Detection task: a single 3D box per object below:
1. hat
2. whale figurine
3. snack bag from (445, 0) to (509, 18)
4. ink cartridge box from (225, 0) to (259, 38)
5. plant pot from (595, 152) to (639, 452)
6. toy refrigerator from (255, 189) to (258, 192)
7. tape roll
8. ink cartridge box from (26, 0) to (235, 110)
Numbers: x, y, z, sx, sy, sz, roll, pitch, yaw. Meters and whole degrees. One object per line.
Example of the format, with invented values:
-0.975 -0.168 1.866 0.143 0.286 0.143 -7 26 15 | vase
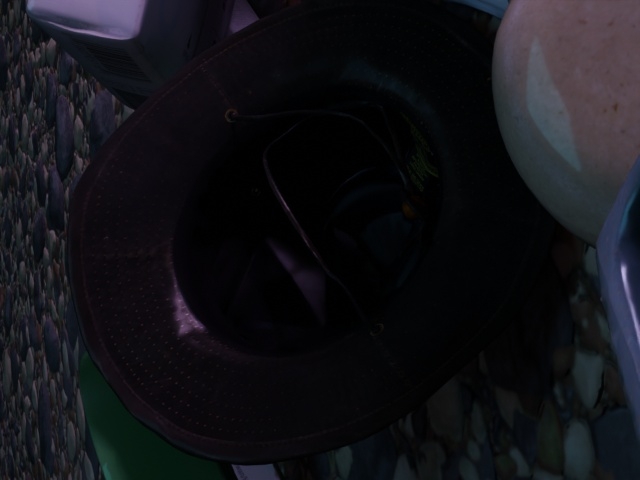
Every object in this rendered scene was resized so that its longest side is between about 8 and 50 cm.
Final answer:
0.000 0.000 0.811 0.134 0.331 0.331 49 -154 -65 | hat
0.179 -0.115 0.508 0.216 0.141 0.272 10 85 23 | whale figurine
0.159 -0.265 0.652 0.323 0.037 0.342 -136 50 -56 | snack bag
-0.087 -0.100 1.166 0.224 0.045 0.223 -122 40 -47 | ink cartridge box
0.233 0.018 0.217 0.247 0.252 0.248 -87 14 -50 | plant pot
-0.046 -0.018 1.013 0.102 0.094 0.269 62 143 35 | toy refrigerator
-0.074 0.207 0.916 0.321 0.077 0.321 62 180 0 | tape roll
-0.108 -0.311 0.977 0.308 0.091 0.385 54 -128 -84 | ink cartridge box
